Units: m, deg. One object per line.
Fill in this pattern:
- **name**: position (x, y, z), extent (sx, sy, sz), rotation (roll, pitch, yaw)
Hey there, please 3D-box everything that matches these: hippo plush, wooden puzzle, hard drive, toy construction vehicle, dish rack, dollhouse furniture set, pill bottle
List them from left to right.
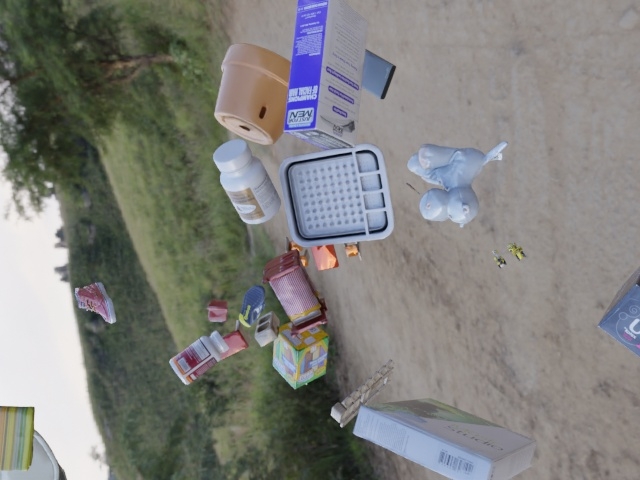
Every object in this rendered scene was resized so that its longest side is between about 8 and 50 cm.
- **pill bottle**: position (-0.331, 0.320, 1.678), extent (0.086, 0.152, 0.086), rotation (50, 166, 17)
- **pill bottle**: position (-0.212, -0.168, 1.735), extent (0.131, 0.131, 0.229), rotation (-110, -4, -49)
- **dollhouse furniture set**: position (-0.182, 0.205, 1.780), extent (0.201, 0.374, 0.152), rotation (61, -172, -17)
- **dollhouse furniture set**: position (0.000, 0.000, 2.162), extent (0.135, 0.262, 0.259), rotation (-91, -14, -56)
- **dish rack**: position (0.054, -0.136, 1.837), extent (0.072, 0.333, 0.285), rotation (-36, -63, -67)
- **hard drive**: position (0.140, -0.454, 1.646), extent (0.135, 0.022, 0.094), rotation (42, 126, 35)
- **wooden puzzle**: position (0.326, -0.182, 2.139), extent (0.049, 0.006, 0.083), rotation (40, -173, -15)
- **hippo plush**: position (0.418, -0.158, 1.893), extent (0.234, 0.294, 0.236), rotation (56, -144, -75)
- **toy construction vehicle**: position (0.556, 0.037, 1.805), extent (0.035, 0.086, 0.098), rotation (47, -159, -18)

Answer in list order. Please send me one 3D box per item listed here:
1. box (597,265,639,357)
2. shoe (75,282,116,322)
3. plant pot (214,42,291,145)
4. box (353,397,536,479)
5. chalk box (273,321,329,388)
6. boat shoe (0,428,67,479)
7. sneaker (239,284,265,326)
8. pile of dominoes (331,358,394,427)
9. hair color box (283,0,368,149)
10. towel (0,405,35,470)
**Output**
- **box**: position (0.786, 0.157, 1.417), extent (0.165, 0.270, 0.143), rotation (40, 125, 20)
- **shoe**: position (-0.656, 0.188, 1.765), extent (0.178, 0.081, 0.063), rotation (44, 135, 44)
- **plant pot**: position (-0.186, -0.421, 1.825), extent (0.291, 0.291, 0.203), rotation (146, 147, -80)
- **box**: position (0.233, 0.350, 1.080), extent (0.322, 0.232, 0.058), rotation (22, -96, -58)
- **chalk box**: position (-0.067, 0.379, 1.972), extent (0.132, 0.132, 0.213), rotation (35, 132, 40)
- **boat shoe**: position (-0.602, 0.531, 1.300), extent (0.099, 0.116, 0.319), rotation (20, 128, 66)
- **sneaker**: position (-0.182, 0.173, 1.682), extent (0.053, 0.059, 0.144), rotation (37, 126, 14)
- **pile of dominoes**: position (0.137, 0.472, 1.928), extent (0.040, 0.251, 0.196), rotation (39, 146, 27)
- **hair color box**: position (0.017, -0.414, 1.518), extent (0.185, 0.110, 0.339), rotation (12, -99, -55)
- **towel**: position (-0.573, 0.304, 0.949), extent (0.021, 0.237, 0.102), rotation (-174, 90, -81)
